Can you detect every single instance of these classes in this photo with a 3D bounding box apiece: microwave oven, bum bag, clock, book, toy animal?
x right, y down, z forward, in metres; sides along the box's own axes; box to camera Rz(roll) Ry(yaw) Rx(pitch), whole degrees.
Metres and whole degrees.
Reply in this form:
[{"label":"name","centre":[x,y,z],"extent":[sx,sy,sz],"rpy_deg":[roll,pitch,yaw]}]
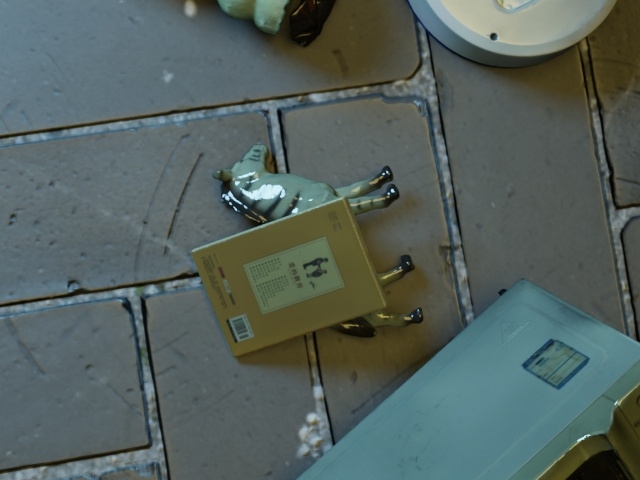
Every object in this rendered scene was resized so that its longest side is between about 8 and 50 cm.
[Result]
[{"label":"microwave oven","centre":[0.176,0.255,1.708],"extent":[0.355,0.286,0.218],"rpy_deg":[-42,118,-9]},{"label":"bum bag","centre":[0.004,-0.255,1.835],"extent":[0.034,0.058,0.124],"rpy_deg":[25,79,22]},{"label":"clock","centre":[0.198,-0.295,1.852],"extent":[0.230,0.083,0.230],"rpy_deg":[1,86,-10]},{"label":"book","centre":[-0.031,0.037,1.785],"extent":[0.172,0.012,0.118],"rpy_deg":[-19,98,19]},{"label":"toy animal","centre":[0.000,0.000,1.809],"extent":[0.176,0.073,0.217],"rpy_deg":[-15,94,1]}]

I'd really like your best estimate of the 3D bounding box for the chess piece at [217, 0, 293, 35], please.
[{"label":"chess piece","centre":[-0.131,-0.303,1.788],"extent":[0.243,0.133,0.133],"rpy_deg":[21,84,0]}]
